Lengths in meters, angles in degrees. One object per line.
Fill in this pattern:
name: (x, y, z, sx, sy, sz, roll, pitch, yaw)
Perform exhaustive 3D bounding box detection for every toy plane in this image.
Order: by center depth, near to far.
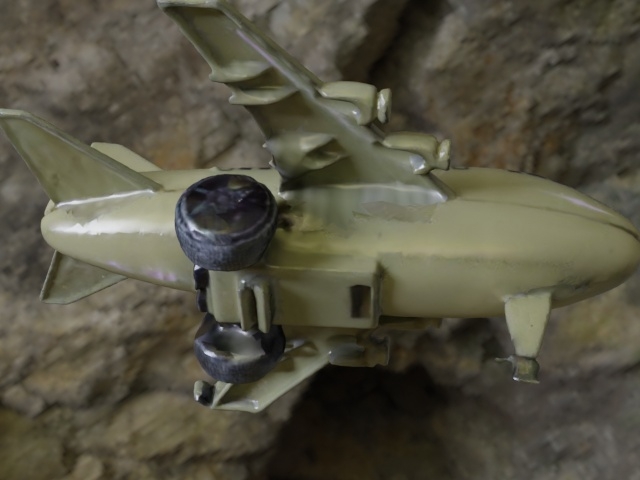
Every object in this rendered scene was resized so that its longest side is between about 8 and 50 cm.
toy plane: (0.000, 0.000, 0.592, 0.242, 0.256, 0.104, 88, -162, -45)
